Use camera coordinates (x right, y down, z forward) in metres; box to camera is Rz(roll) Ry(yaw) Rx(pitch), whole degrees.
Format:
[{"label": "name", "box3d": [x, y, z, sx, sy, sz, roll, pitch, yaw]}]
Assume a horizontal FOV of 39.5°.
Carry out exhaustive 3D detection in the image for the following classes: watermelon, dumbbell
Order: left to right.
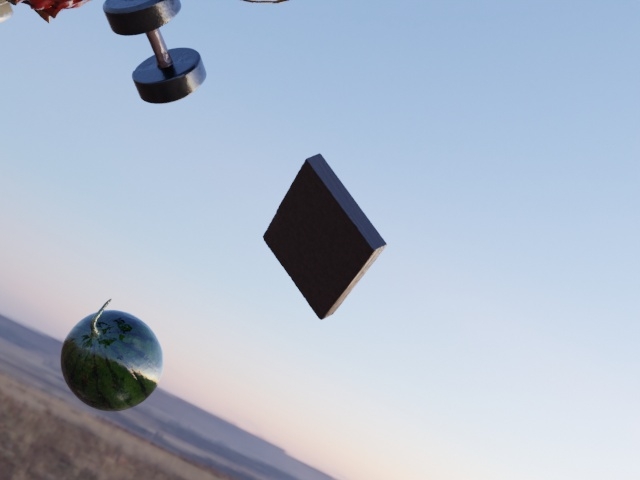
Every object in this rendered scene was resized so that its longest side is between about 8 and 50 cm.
[{"label": "watermelon", "box3d": [-0.391, 0.219, 1.662, 0.188, 0.188, 0.214, 21, -29, 22]}, {"label": "dumbbell", "box3d": [-0.334, -0.405, 1.815, 0.153, 0.152, 0.218, 16, -40, 35]}]

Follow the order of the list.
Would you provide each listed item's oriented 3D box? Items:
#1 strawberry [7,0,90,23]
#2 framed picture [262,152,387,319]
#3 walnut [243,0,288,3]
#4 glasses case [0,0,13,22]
[{"label": "strawberry", "box3d": [-0.311, -0.406, 1.148, 0.137, 0.306, 0.233, 58, 16, 13]}, {"label": "framed picture", "box3d": [0.000, 0.000, 1.003, 0.128, 0.023, 0.168, 54, -34, 15]}, {"label": "walnut", "box3d": [-0.069, -0.613, 1.669, 0.384, 0.383, 0.383, 25, -14, 7]}, {"label": "glasses case", "box3d": [-0.526, -0.323, 1.268, 0.196, 0.083, 0.050, 0, -65, 28]}]
